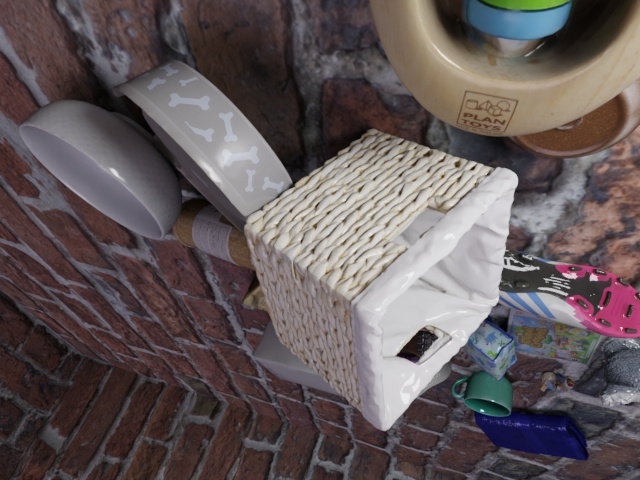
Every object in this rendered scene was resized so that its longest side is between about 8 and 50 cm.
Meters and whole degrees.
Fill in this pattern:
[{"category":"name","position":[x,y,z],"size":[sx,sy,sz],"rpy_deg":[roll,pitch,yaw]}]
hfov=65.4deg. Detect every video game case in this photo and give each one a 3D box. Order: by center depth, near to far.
[{"category":"video game case","position":[0.533,0.215,1.148],"size":[0.194,0.023,0.212],"rpy_deg":[8,146,21]}]

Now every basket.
[{"category":"basket","position":[0.100,0.053,0.801],"size":[0.266,0.328,0.331],"rpy_deg":[31,148,35]}]

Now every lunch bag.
[{"category":"lunch bag","position":[0.396,0.248,1.220],"size":[0.151,0.096,0.128],"rpy_deg":[35,162,42]}]

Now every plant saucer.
[{"category":"plant saucer","position":[0.329,-0.174,0.667],"size":[0.199,0.036,0.198],"rpy_deg":[15,149,9]}]

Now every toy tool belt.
[{"category":"toy tool belt","position":[0.630,0.387,1.325],"size":[0.083,0.051,0.052],"rpy_deg":[11,147,16]}]

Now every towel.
[{"category":"towel","position":[0.691,0.625,1.644],"size":[0.308,0.076,0.227],"rpy_deg":[-10,130,42]}]

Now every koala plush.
[{"category":"koala plush","position":[0.682,0.266,0.999],"size":[0.221,0.196,0.203],"rpy_deg":[-7,127,39]}]

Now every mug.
[{"category":"mug","position":[0.478,0.432,1.445],"size":[0.158,0.097,0.129],"rpy_deg":[25,149,-5]}]

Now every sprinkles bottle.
[{"category":"sprinkles bottle","position":[-0.177,-0.009,1.060],"size":[0.356,0.121,0.121],"rpy_deg":[15,152,43]}]

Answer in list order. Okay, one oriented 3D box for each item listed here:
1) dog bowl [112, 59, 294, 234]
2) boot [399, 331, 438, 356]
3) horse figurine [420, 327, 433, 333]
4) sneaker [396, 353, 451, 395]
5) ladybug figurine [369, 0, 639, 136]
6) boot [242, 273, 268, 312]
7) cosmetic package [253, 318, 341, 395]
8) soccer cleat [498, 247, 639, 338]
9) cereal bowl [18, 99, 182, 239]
[{"category":"dog bowl","position":[-0.179,-0.144,0.831],"size":[0.349,0.102,0.349],"rpy_deg":[44,170,10]},{"category":"boot","position":[0.267,0.287,1.402],"size":[0.219,0.082,0.106],"rpy_deg":[5,171,10]},{"category":"horse figurine","position":[0.237,0.193,1.259],"size":[0.175,0.066,0.263],"rpy_deg":[11,149,7]},{"category":"sneaker","position":[0.225,0.384,1.421],"size":[0.282,0.102,0.161],"rpy_deg":[-1,177,-39]},{"category":"ladybug figurine","position":[0.197,-0.287,0.451],"size":[0.305,0.161,0.449],"rpy_deg":[15,148,11]},{"category":"boot","position":[-0.098,0.160,1.380],"size":[0.204,0.095,0.262],"rpy_deg":[27,150,-7]},{"category":"cosmetic package","position":[0.012,0.376,1.563],"size":[0.385,0.156,0.217],"rpy_deg":[3,148,31]},{"category":"soccer cleat","position":[0.448,0.098,0.960],"size":[0.332,0.115,0.143],"rpy_deg":[21,165,6]},{"category":"cereal bowl","position":[-0.419,-0.157,1.020],"size":[0.339,0.141,0.339],"rpy_deg":[26,156,13]}]
